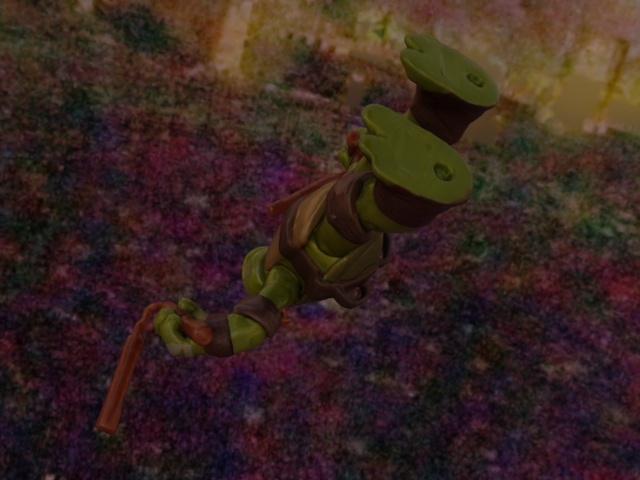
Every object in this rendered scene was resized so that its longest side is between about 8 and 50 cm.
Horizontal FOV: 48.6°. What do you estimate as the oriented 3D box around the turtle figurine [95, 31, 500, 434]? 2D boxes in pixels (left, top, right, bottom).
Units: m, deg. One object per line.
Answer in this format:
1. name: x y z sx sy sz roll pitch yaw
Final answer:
1. turtle figurine: 0.000 0.000 0.396 0.087 0.217 0.269 45 50 -1
